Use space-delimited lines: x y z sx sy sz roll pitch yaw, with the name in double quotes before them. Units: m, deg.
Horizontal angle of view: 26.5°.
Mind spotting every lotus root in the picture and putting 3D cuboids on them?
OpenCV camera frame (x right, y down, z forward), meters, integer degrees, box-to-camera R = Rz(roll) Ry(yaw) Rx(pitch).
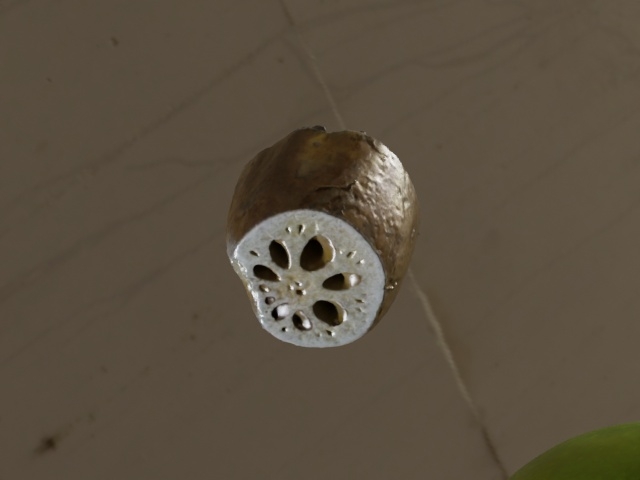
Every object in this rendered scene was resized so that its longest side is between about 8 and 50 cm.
"lotus root" 0.003 -0.001 0.818 0.112 0.081 0.122 -9 -58 17

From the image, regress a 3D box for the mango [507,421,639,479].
"mango" 0.257 0.208 0.841 0.156 0.343 0.192 42 -131 -67
